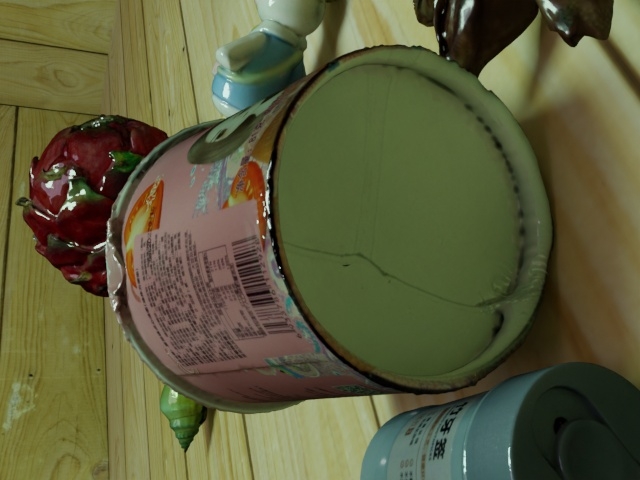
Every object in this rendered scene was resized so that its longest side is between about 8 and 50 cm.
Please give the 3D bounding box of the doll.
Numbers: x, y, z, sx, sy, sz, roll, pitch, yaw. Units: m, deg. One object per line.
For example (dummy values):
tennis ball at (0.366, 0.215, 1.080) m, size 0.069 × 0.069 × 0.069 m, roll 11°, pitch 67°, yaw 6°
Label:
doll at (-0.049, -0.204, 0.729) m, size 0.098 × 0.135 × 0.241 m, roll 34°, pitch 107°, yaw 61°

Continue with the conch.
conch at (-0.212, 0.237, 1.114) m, size 0.095 × 0.079 × 0.201 m, roll 122°, pitch 163°, yaw -70°

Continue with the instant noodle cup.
instant noodle cup at (0.000, 0.000, 0.463) m, size 0.231 × 0.242 × 0.243 m, roll -18°, pitch 71°, yaw 59°

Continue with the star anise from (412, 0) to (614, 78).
star anise at (0.120, -0.223, 0.386) m, size 0.288 × 0.088 × 0.289 m, roll -176°, pitch 90°, yaw -65°

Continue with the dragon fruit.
dragon fruit at (-0.353, -0.058, 1.195) m, size 0.329 × 0.329 × 0.330 m, roll -177°, pitch 90°, yaw -67°

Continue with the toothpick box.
toothpick box at (0.097, 0.130, 0.370) m, size 0.153 × 0.101 × 0.101 m, roll 135°, pitch 133°, yaw -58°
